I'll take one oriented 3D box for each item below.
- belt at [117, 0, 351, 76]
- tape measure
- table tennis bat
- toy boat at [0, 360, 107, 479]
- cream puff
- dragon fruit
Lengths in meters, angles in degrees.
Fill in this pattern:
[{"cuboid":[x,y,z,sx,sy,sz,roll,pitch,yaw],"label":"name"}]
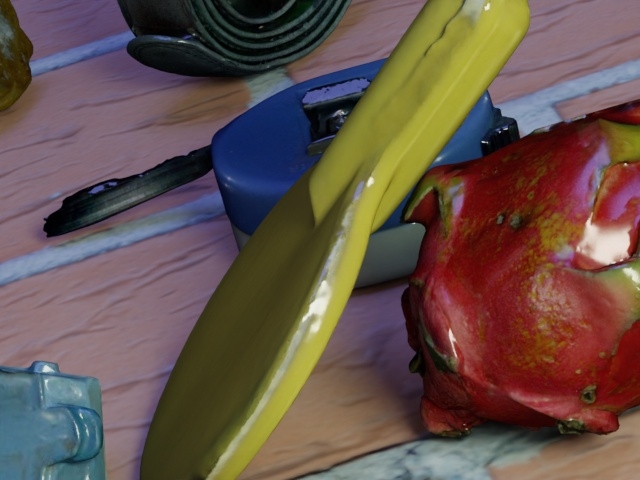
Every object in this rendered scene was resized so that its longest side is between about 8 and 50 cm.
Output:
[{"cuboid":[-0.075,-0.242,1.622,0.116,0.206,0.267,6,41,41],"label":"belt"},{"cuboid":[-0.037,-0.037,1.348,0.351,0.098,0.215,-17,27,3],"label":"tape measure"},{"cuboid":[0.000,0.000,1.081,0.368,0.054,0.224,-55,15,19],"label":"table tennis bat"},{"cuboid":[-0.213,0.120,1.179,0.215,0.088,0.102,-6,-5,20],"label":"toy boat"},{"cuboid":[-0.327,-0.161,1.694,0.116,0.146,0.146,-24,23,22],"label":"cream puff"},{"cuboid":[0.170,0.010,1.086,0.269,0.198,0.200,-26,-15,-30],"label":"dragon fruit"}]
